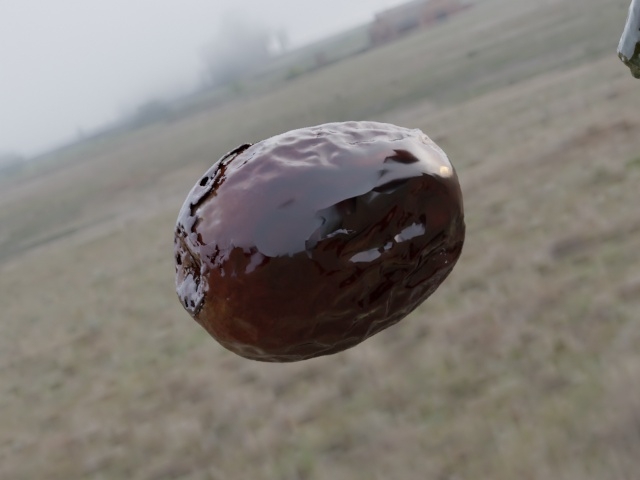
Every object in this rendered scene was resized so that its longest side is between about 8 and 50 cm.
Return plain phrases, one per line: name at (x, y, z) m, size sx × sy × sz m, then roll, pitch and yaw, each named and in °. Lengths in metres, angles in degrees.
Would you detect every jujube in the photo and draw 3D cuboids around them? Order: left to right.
jujube at (0.000, 0.000, 1.493) m, size 0.243 × 0.183 × 0.183 m, roll -17°, pitch 3°, yaw -26°

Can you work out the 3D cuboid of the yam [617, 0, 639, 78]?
yam at (0.282, -0.243, 1.321) m, size 0.071 × 0.067 × 0.317 m, roll -42°, pitch -22°, yaw -43°
